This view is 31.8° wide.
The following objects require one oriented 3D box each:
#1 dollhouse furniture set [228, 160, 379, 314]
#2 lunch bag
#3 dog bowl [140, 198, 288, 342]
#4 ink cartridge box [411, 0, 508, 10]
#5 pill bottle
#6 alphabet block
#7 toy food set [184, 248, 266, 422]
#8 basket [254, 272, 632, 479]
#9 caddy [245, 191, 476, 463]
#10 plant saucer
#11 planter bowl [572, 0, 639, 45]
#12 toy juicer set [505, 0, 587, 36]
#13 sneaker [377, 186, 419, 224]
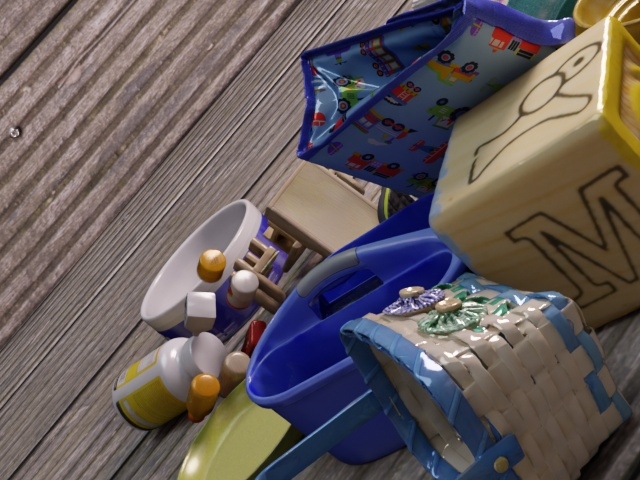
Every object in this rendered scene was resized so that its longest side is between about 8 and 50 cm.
[{"bbox_3d":[0.000,0.000,1.649,0.212,0.161,0.242,-53,-3,-19],"label":"dollhouse furniture set"},{"bbox_3d":[0.149,-0.159,1.185,0.293,0.221,0.138,-23,59,49],"label":"lunch bag"},{"bbox_3d":[-0.176,0.062,1.887,0.265,0.104,0.265,-40,20,18],"label":"dog bowl"},{"bbox_3d":[0.241,-0.340,1.683,0.127,0.175,0.072,-55,20,-22],"label":"ink cartridge box"},{"bbox_3d":[-0.223,0.209,1.689,0.184,0.103,0.103,-33,23,35],"label":"pill bottle"},{"bbox_3d":[0.245,-0.053,1.054,0.197,0.193,0.192,-33,25,36],"label":"alphabet block"},{"bbox_3d":[-0.140,0.138,1.594,0.104,0.111,0.232,115,155,-56],"label":"toy food set"},{"bbox_3d":[0.086,0.160,0.949,0.289,0.201,0.254,-41,18,-14],"label":"basket"},{"bbox_3d":[0.063,0.082,1.203,0.341,0.179,0.241,-33,24,35],"label":"caddy"},{"bbox_3d":[-0.087,0.247,1.415,0.241,0.037,0.241,-42,19,18],"label":"plant saucer"},{"bbox_3d":[0.374,-0.240,1.139,0.217,0.090,0.217,-29,22,13],"label":"planter bowl"},{"bbox_3d":[0.292,-0.300,1.476,0.329,0.089,0.209,-54,-25,-2],"label":"toy juicer set"},{"bbox_3d":[0.133,-0.086,1.545,0.121,0.111,0.300,-45,10,38],"label":"sneaker"}]
